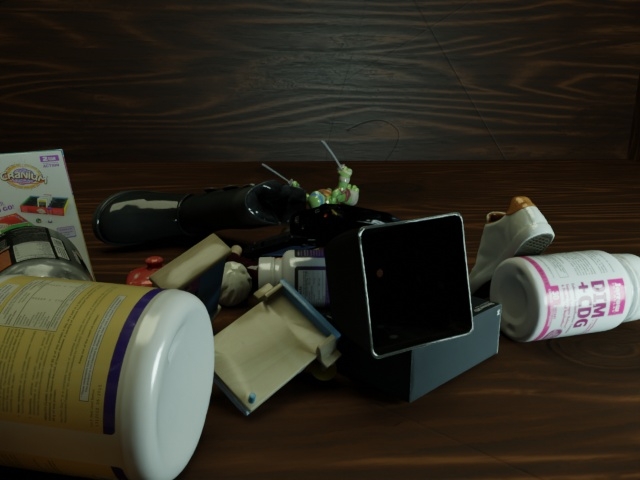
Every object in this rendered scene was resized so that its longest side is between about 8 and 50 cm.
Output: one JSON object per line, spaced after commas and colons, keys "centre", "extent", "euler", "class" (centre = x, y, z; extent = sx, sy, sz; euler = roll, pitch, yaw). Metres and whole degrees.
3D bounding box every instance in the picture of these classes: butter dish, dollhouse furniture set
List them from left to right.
{"centre": [-0.329, 0.089, 1.377], "extent": [0.159, 0.118, 0.160], "euler": [-1, 16, -12], "class": "butter dish"}
{"centre": [-0.166, 0.197, 1.120], "extent": [0.303, 0.198, 0.286], "euler": [41, 55, 18], "class": "dollhouse furniture set"}

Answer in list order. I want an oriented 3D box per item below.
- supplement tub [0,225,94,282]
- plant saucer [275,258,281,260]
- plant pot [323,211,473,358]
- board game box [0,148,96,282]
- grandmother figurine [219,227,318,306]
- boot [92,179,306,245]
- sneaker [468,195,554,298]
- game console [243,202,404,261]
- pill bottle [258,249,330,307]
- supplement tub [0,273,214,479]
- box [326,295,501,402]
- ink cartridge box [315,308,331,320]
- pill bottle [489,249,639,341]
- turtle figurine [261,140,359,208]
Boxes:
{"centre": [-0.489, 0.100, 1.191], "extent": [0.193, 0.194, 0.316], "euler": [-6, 18, -25], "class": "supplement tub"}
{"centre": [-0.024, 0.064, 1.414], "extent": [0.199, 0.037, 0.200], "euler": [1, 15, 0], "class": "plant saucer"}
{"centre": [0.103, 0.060, 1.071], "extent": [0.187, 0.188, 0.167], "euler": [-9, 6, -29], "class": "plant pot"}
{"centre": [-0.617, -0.023, 1.410], "extent": [0.242, 0.317, 0.064], "euler": [-10, -12, -36], "class": "board game box"}
{"centre": [-0.125, 0.060, 1.551], "extent": [0.207, 0.104, 0.342], "euler": [2, 17, 30], "class": "grandmother figurine"}
{"centre": [-0.305, -0.067, 1.740], "extent": [0.445, 0.146, 0.367], "euler": [3, 12, 43], "class": "boot"}
{"centre": [0.372, 0.017, 1.418], "extent": [0.105, 0.290, 0.123], "euler": [-4, 58, -23], "class": "sneaker"}
{"centre": [0.000, 0.000, 1.289], "extent": [0.213, 0.044, 0.361], "euler": [12, -17, -37], "class": "game console"}
{"centre": [-0.015, 0.070, 1.259], "extent": [0.193, 0.108, 0.108], "euler": [0, 16, -2], "class": "pill bottle"}
{"centre": [-0.325, 0.169, 0.877], "extent": [0.331, 0.241, 0.241], "euler": [5, 16, 10], "class": "supplement tub"}
{"centre": [0.164, 0.163, 1.192], "extent": [0.261, 0.103, 0.184], "euler": [-15, 19, -43], "class": "box"}
{"centre": [-0.007, 0.134, 1.349], "extent": [0.108, 0.062, 0.209], "euler": [-3, 16, -15], "class": "ink cartridge box"}
{"centre": [0.488, 0.102, 1.333], "extent": [0.282, 0.161, 0.160], "euler": [-5, 17, -20], "class": "pill bottle"}
{"centre": [0.010, -0.184, 2.159], "extent": [0.275, 0.198, 0.266], "euler": [51, 13, 14], "class": "turtle figurine"}
